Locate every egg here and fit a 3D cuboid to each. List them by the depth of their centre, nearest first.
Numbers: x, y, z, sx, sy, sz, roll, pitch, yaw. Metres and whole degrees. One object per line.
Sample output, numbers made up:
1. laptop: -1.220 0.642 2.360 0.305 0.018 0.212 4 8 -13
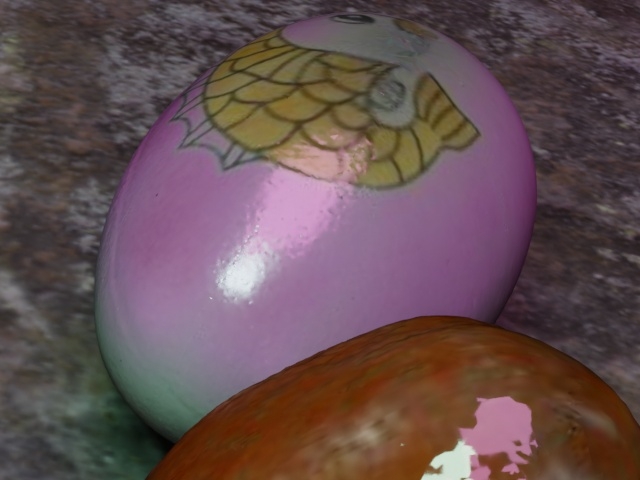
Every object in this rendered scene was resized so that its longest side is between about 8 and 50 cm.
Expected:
1. egg: 0.000 0.000 0.756 0.196 0.196 0.271 20 44 4

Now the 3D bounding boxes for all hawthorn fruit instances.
1. hawthorn fruit: 0.008 0.128 0.590 0.251 0.199 0.199 -9 34 3
